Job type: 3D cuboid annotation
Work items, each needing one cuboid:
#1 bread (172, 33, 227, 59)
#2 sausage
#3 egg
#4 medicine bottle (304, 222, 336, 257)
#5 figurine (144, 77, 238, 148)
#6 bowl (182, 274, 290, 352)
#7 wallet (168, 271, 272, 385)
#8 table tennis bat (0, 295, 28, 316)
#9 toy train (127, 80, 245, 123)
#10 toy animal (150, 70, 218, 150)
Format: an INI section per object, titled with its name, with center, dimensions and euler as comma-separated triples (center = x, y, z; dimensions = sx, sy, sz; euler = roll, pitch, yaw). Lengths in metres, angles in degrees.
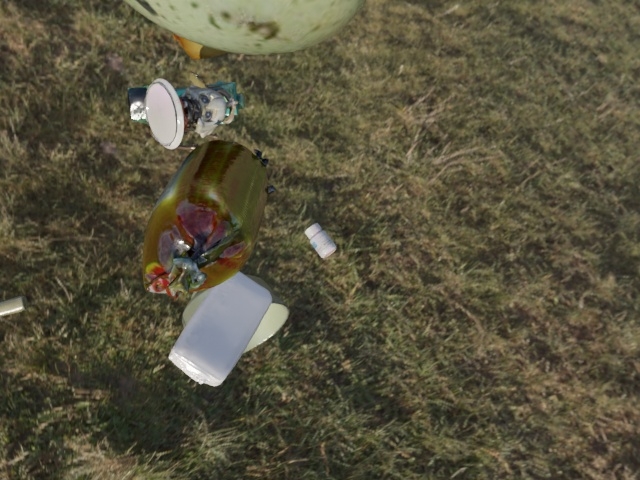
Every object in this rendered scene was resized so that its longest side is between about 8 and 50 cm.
[bread]
center = -0.190, -0.478, 1.275
dimensions = 0.325, 0.277, 0.167
euler = 3, 61, 21
[sausage]
center = -0.118, -0.020, 0.704
dimensions = 0.125, 0.117, 0.317
euler = -10, 22, 2
[egg]
center = -0.101, -0.352, 0.669
dimensions = 0.379, 0.287, 0.287
euler = 33, 55, 16
[medicine bottle]
center = 0.000, 0.000, 1.749
dimensions = 0.052, 0.052, 0.089
euler = -30, 78, -31
[figurine]
center = -0.236, -0.246, 1.216
dimensions = 0.154, 0.132, 0.132
euler = -18, 72, -39
[bowl]
center = -0.176, 0.137, 1.238
dimensions = 0.211, 0.211, 0.112
euler = -17, 61, -28
[wallet]
center = -0.145, 0.128, 0.962
dimensions = 0.095, 0.033, 0.190
euler = 32, 49, -6
[table tennis bat]
center = -0.684, 0.149, 1.231
dimensions = 0.247, 0.022, 0.138
euler = -15, 77, -1
[toy train]
center = -0.366, -0.379, 1.779
dimensions = 0.298, 0.194, 0.120
euler = -4, 96, 9
[toy animal]
center = -0.311, -0.283, 1.484
dimensions = 0.186, 0.214, 0.093
euler = 31, 43, -55
